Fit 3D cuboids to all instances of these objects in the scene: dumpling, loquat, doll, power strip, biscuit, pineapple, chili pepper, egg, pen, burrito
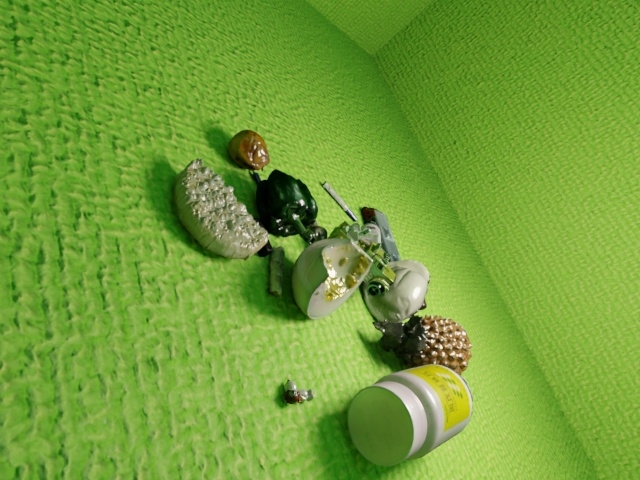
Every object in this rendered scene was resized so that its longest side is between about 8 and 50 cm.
[{"bbox_3d":[0.263,0.172,1.565,0.227,0.175,0.243,31,26,18],"label":"dumpling"},{"bbox_3d":[-0.217,-0.274,1.350,0.137,0.113,0.137,48,4,-4],"label":"loquat"},{"bbox_3d":[-0.053,0.359,1.019,0.085,0.040,0.058,40,22,-25],"label":"doll"},{"bbox_3d":[-0.168,-0.009,1.219,0.029,0.038,0.111,4,58,-56],"label":"power strip"},{"bbox_3d":[-0.267,-0.063,1.083,0.281,0.084,0.179,51,34,-5],"label":"biscuit"},{"bbox_3d":[0.321,0.331,1.426,0.357,0.223,0.223,25,41,-36],"label":"pineapple"},{"bbox_3d":[-0.092,-0.081,1.279,0.174,0.165,0.261,43,23,-58],"label":"chili pepper"},{"bbox_3d":[-0.002,0.095,1.227,0.162,0.206,0.271,41,37,25],"label":"egg"},{"bbox_3d":[0.078,-0.152,1.747,0.204,0.025,0.025,48,30,-16],"label":"pen"},{"bbox_3d":[-0.118,0.079,1.202,0.045,0.041,0.185,27,37,-27],"label":"burrito"}]

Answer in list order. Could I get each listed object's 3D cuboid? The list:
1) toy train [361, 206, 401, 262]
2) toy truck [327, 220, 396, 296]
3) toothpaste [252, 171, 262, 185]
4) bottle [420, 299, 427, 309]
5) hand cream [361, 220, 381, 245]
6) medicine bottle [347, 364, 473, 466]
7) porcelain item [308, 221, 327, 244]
[{"bbox_3d":[0.258,0.015,1.783,0.086,0.089,0.409,21,45,-39],"label":"toy train"},{"bbox_3d":[0.149,0.051,1.412,0.259,0.135,0.128,50,30,-8],"label":"toy truck"},{"bbox_3d":[-0.193,-0.184,1.378,0.083,0.019,0.027,63,6,11],"label":"toothpaste"},{"bbox_3d":[0.398,0.209,1.821,0.060,0.060,0.164,26,41,-42],"label":"bottle"},{"bbox_3d":[0.175,0.035,1.638,0.121,0.076,0.336,13,36,4],"label":"hand cream"},{"bbox_3d":[0.250,0.460,1.187,0.379,0.213,0.213,10,52,-52],"label":"medicine bottle"},{"bbox_3d":[0.000,0.000,1.442,0.084,0.054,0.213,-9,69,-60],"label":"porcelain item"}]
